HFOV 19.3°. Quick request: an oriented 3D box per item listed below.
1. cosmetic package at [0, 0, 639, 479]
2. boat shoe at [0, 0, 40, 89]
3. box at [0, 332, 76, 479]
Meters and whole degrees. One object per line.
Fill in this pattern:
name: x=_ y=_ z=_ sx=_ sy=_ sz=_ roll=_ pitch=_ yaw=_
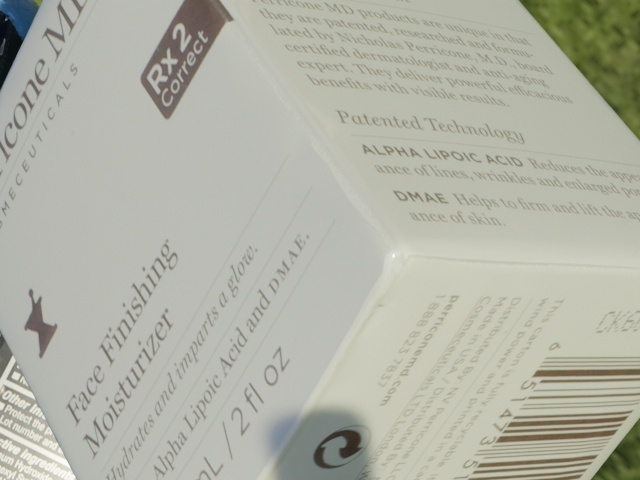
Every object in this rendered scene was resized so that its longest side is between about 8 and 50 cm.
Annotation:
cosmetic package: x=0.000 y=0.000 z=0.599 sx=0.184 sy=0.151 sz=0.151 roll=54 pitch=126 yaw=35
boat shoe: x=-0.262 y=-0.083 z=0.912 sx=0.258 sy=0.089 sz=0.109 roll=5 pitch=9 yaw=23
box: x=-0.065 y=0.115 z=1.169 sx=0.294 sy=0.296 sz=0.183 roll=-62 pitch=7 yaw=-6
